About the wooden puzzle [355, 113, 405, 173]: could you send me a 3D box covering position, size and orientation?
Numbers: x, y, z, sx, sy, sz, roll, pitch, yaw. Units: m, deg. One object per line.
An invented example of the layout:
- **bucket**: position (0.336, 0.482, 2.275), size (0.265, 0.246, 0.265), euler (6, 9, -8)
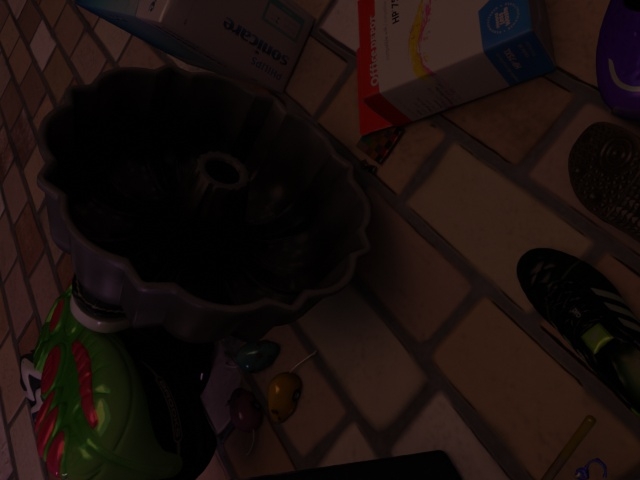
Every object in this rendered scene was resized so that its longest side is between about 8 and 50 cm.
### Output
- **wooden puzzle**: position (0.071, -0.122, 0.671), size (0.083, 0.006, 0.049), euler (-55, 49, 13)

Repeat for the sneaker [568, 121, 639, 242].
- **sneaker**: position (0.268, -0.025, 0.438), size (0.066, 0.071, 0.188), euler (-57, 29, 31)

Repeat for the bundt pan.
- **bundt pan**: position (-0.118, -0.030, 0.579), size (0.124, 0.331, 0.330), euler (-57, 45, 41)

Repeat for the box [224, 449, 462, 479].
- **box**: position (-0.059, 0.368, 0.444), size (0.395, 0.293, 0.212), euler (-44, 53, 22)

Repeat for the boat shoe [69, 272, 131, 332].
- **boat shoe**: position (-0.176, -0.009, 0.687), size (0.091, 0.114, 0.302), euler (-58, 1, 40)

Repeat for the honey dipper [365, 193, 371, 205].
- **honey dipper**: position (0.000, 0.000, 0.684), size (0.160, 0.030, 0.030), euler (-47, 52, 25)

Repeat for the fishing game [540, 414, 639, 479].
- **fishing game**: position (0.236, 0.248, 0.348), size (0.264, 0.041, 0.189), euler (55, 138, 40)

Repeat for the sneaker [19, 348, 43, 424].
- **sneaker**: position (-0.466, 0.202, 0.983), size (0.153, 0.094, 0.235), euler (30, 108, 34)

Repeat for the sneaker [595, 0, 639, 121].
- **sneaker**: position (0.278, -0.246, 0.432), size (0.102, 0.146, 0.293), euler (20, 91, 43)

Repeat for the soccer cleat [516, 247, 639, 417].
- **soccer cleat**: position (0.218, 0.067, 0.440), size (0.060, 0.072, 0.179), euler (-49, 51, 20)

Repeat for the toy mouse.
- **toy mouse**: position (-0.089, 0.182, 0.703), size (0.143, 0.031, 0.161), euler (23, 93, 43)

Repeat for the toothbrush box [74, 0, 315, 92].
- **toothbrush box**: position (-0.191, -0.341, 0.824), size (0.295, 0.216, 0.126), euler (31, 99, 43)

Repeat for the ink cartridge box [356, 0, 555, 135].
- **ink cartridge box**: position (0.118, -0.216, 0.604), size (0.231, 0.078, 0.134), euler (-14, 68, 35)

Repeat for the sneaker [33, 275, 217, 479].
- **sneaker**: position (-0.261, 0.156, 0.764), size (0.185, 0.202, 0.483), euler (-50, 32, 8)
